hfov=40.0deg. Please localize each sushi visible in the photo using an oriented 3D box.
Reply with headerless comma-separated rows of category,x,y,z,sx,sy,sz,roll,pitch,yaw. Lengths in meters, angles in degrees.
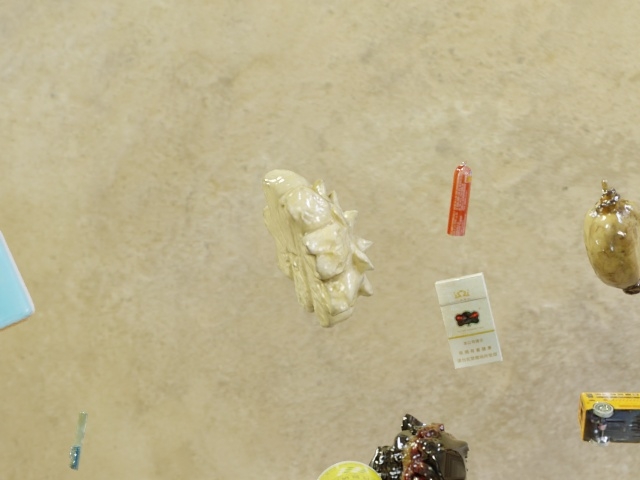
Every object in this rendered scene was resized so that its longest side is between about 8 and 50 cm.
sushi,0.207,0.435,1.693,0.172,0.153,0.150,-60,18,-22

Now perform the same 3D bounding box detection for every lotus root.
lotus root,0.313,-0.001,0.936,0.063,0.072,0.152,26,146,51

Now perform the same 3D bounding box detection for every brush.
brush,-0.353,0.292,1.280,0.016,0.013,0.083,6,82,27

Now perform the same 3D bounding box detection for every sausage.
sausage,0.237,-0.072,1.493,0.034,0.034,0.129,17,112,34

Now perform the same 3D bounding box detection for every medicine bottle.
medicine bottle,0.061,0.482,1.515,0.144,0.258,0.143,0,93,-4

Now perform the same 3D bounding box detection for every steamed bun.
steamed bun,0.000,0.000,1.553,0.137,0.295,0.292,-25,80,-13

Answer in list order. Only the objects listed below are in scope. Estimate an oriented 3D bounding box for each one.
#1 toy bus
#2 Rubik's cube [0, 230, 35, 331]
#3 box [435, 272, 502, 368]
toy bus,0.493,0.279,1.384,0.162,0.074,0.069,0,114,5
Rubik's cube,-0.507,0.007,0.912,0.291,0.292,0.290,-7,106,63
box,0.274,0.148,1.623,0.090,0.024,0.166,-13,96,15
